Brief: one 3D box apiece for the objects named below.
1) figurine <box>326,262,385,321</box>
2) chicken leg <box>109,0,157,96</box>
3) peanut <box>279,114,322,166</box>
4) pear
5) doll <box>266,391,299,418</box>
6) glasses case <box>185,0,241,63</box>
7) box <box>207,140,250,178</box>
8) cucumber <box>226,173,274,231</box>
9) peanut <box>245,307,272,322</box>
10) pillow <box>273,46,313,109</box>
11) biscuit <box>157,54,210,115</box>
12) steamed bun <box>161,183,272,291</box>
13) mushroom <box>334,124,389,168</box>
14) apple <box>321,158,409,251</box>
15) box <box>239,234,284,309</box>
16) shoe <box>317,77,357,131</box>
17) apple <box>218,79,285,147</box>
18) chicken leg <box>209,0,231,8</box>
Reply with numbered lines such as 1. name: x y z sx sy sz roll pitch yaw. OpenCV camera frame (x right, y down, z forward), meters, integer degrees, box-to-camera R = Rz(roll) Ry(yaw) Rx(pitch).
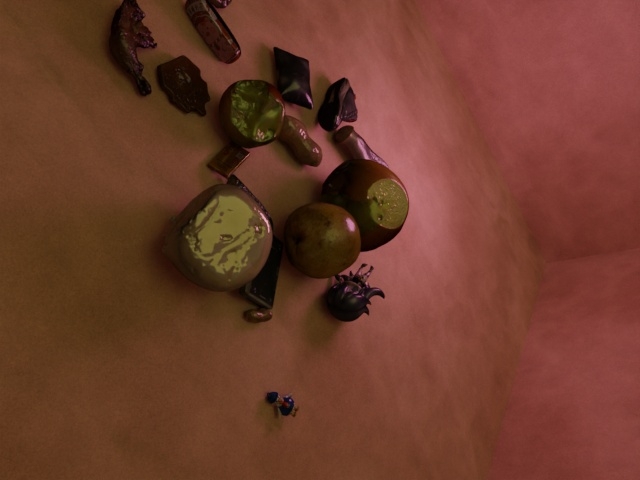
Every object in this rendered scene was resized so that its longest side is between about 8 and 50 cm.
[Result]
1. figurine: 0.138 0.224 2.103 0.265 0.175 0.196 -22 100 -39
2. chicken leg: -0.607 -0.635 1.638 0.177 0.083 0.322 28 56 -55
3. peanut: -0.088 -0.414 2.096 0.274 0.111 0.125 48 33 -30
4. pear: 0.000 0.000 1.928 0.304 0.304 0.303 16 68 -43
5. doll: -0.138 0.578 1.794 0.143 0.058 0.098 42 61 -24
6. glasses case: -0.397 -0.783 1.876 0.266 0.103 0.067 52 48 -21
7. box: -0.331 -0.294 1.836 0.089 0.022 0.156 33 51 -2
8. cucumber: -0.254 -0.126 1.860 0.265 0.077 0.077 48 49 -26
9. peanut: -0.220 0.267 1.801 0.113 0.054 0.053 6 74 -45
10. pillow: -0.114 -0.690 2.145 0.186 0.106 0.249 6 72 -37
11. biscuit: -0.471 -0.533 1.777 0.182 0.034 0.215 -47 115 -42
12. steamed bun: -0.328 0.001 1.628 0.334 0.233 0.311 -45 113 -24
13. mushroom: 0.199 -0.398 2.367 0.328 0.122 0.159 46 13 -24
14. apple: 0.178 -0.157 2.112 0.374 0.375 0.383 46 36 -27
15. box: -0.205 0.096 1.823 0.211 0.045 0.270 49 44 -55
16. shoe: 0.097 -0.588 2.326 0.171 0.132 0.336 42 46 -33
17. apple: -0.242 -0.455 1.840 0.246 0.246 0.226 -13 91 -47
18. chicken leg: -0.407 -0.929 1.920 0.198 0.069 0.084 -34 149 -50
